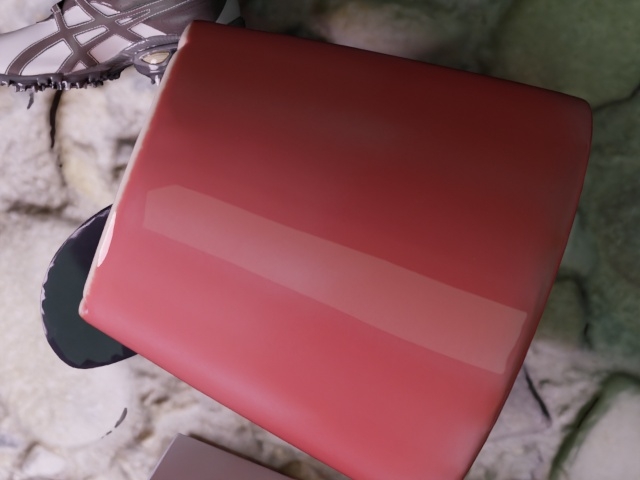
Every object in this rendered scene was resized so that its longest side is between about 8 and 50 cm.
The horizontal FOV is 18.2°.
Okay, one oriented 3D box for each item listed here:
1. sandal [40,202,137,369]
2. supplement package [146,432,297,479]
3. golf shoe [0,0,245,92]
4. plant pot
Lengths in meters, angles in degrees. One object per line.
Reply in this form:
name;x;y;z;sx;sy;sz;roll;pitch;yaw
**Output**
sandal;-0.097;0.001;1.352;0.254;0.054;0.097;-36;98;20
supplement package;-0.032;0.299;1.364;0.263;0.199;0.198;22;112;3
golf shoe;-0.147;-0.145;1.310;0.198;0.077;0.093;-5;97;6
plant pot;0.000;0.000;1.203;0.243;0.275;0.275;21;112;-4
